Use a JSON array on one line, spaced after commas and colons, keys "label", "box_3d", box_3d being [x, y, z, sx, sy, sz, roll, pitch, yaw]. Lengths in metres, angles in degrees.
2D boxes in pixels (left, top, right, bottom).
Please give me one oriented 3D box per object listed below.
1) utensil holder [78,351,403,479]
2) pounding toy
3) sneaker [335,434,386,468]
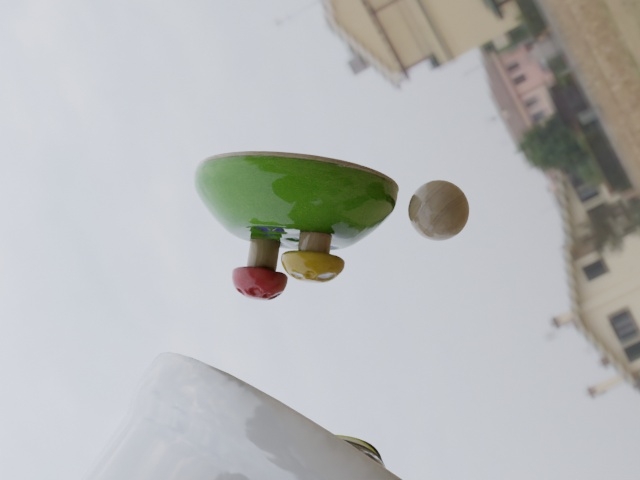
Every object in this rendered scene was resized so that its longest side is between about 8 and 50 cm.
[{"label": "utensil holder", "box_3d": [-0.070, 0.312, 0.728, 0.327, 0.385, 0.327, 32, 163, 11]}, {"label": "pounding toy", "box_3d": [0.000, 0.000, 1.156, 0.183, 0.237, 0.110, 127, 150, -78]}, {"label": "sneaker", "box_3d": [-0.077, 0.221, 1.190, 0.121, 0.300, 0.111, 122, 139, -72]}]
